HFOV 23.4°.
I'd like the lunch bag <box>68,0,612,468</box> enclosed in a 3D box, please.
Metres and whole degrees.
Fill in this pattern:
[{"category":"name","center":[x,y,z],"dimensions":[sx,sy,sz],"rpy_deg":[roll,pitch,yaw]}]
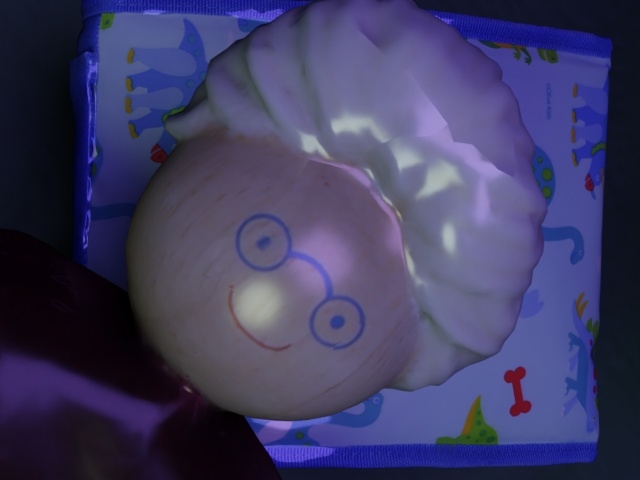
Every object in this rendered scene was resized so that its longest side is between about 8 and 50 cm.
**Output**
[{"category":"lunch bag","center":[0.000,0.000,0.441],"dimensions":[0.151,0.096,0.128],"rpy_deg":[3,86,-31]}]

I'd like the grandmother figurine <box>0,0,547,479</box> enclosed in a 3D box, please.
[{"category":"grandmother figurine","center":[-0.083,0.083,0.345],"dimensions":[0.342,0.104,0.208],"rpy_deg":[-45,114,3]}]
